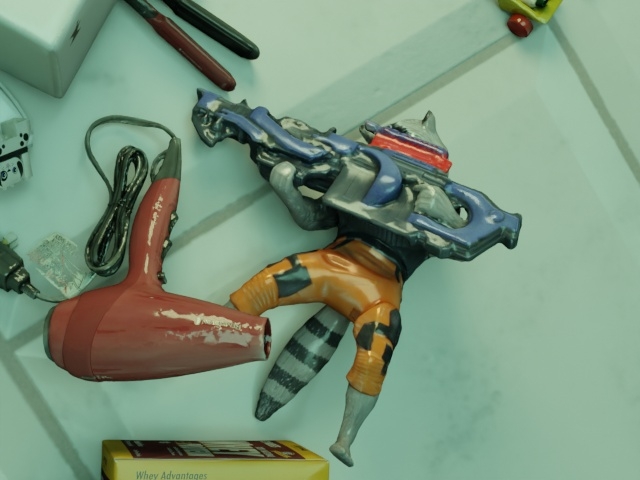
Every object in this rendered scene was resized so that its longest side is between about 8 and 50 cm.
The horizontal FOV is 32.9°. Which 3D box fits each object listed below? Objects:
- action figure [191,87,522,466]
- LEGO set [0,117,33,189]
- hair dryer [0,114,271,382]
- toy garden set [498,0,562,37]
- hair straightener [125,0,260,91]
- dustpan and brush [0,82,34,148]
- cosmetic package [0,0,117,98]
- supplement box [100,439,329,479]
[{"bbox_3d":[0.000,0.000,1.045,0.341,0.178,0.330,31,71,19],"label":"action figure"},{"bbox_3d":[-0.341,-0.030,0.903,0.227,0.087,0.093,-37,126,-55],"label":"LEGO set"},{"bbox_3d":[-0.158,0.018,0.941,0.293,0.080,0.223,40,80,22],"label":"hair dryer"},{"bbox_3d":[0.205,-0.358,1.147,0.244,0.049,0.203,39,78,-10],"label":"toy garden set"},{"bbox_3d":[-0.150,-0.249,1.051,0.230,0.047,0.089,39,77,-6],"label":"hair straightener"},{"bbox_3d":[-0.372,-0.148,0.977,0.147,0.060,0.211,-29,101,-13],"label":"dustpan and brush"},{"bbox_3d":[-0.371,-0.336,0.907,0.453,0.161,0.230,28,77,-7],"label":"cosmetic package"},{"bbox_3d":[-0.103,0.285,0.980,0.191,0.129,0.194,3,86,-15],"label":"supplement box"}]
